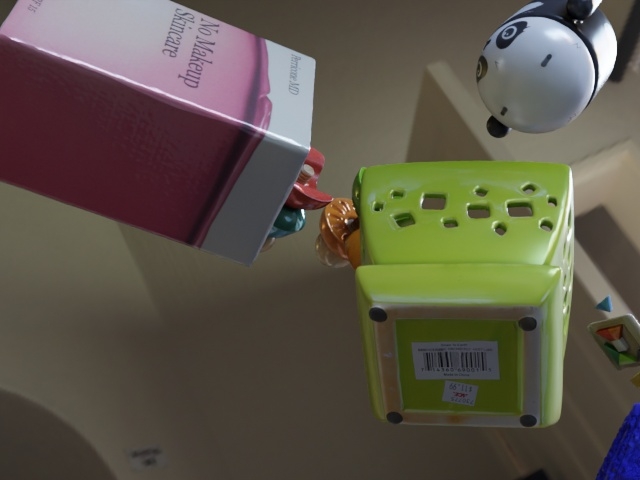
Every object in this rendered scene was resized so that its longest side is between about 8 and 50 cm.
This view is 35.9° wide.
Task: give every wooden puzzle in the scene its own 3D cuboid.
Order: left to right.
[{"bbox_3d":[0.351,0.121,1.145,0.014,0.116,0.078,-37,-5,-30],"label":"wooden puzzle"}]

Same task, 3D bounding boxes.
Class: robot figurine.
[{"bbox_3d":[0.329,-0.262,1.437,0.174,0.209,0.278,1,25,28],"label":"robot figurine"}]

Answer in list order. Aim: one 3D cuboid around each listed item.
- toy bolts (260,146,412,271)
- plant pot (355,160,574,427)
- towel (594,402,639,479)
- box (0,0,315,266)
[{"bbox_3d":[0.000,0.000,1.308,0.229,0.218,0.158,24,-51,-26],"label":"toy bolts"},{"bbox_3d":[0.148,0.064,1.027,0.228,0.207,0.227,0,-56,12],"label":"plant pot"},{"bbox_3d":[0.281,0.285,0.784,0.076,0.228,0.308,38,-105,-36],"label":"towel"},{"bbox_3d":[-0.133,-0.102,0.770,0.232,0.148,0.126,19,-54,-14],"label":"box"}]
